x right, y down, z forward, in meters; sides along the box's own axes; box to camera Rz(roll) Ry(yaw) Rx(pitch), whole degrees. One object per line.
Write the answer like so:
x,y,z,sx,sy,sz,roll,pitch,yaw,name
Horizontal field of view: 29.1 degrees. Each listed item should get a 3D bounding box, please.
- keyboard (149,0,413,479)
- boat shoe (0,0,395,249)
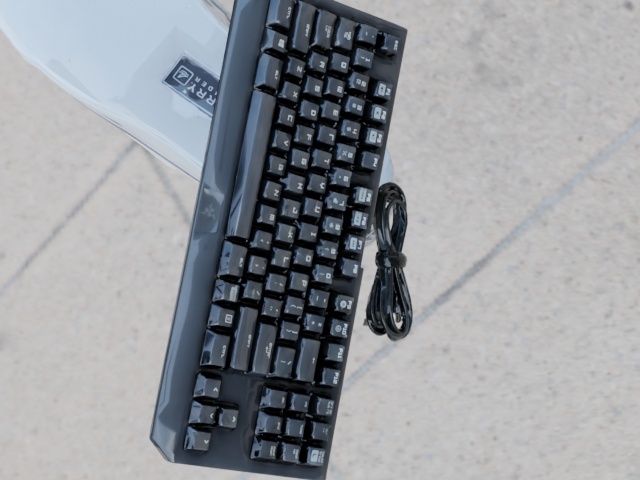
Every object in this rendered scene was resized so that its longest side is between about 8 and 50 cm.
0.000,0.000,0.472,0.023,0.108,0.180,5,82,52,keyboard
-0.070,-0.087,0.648,0.267,0.088,0.096,35,82,8,boat shoe
